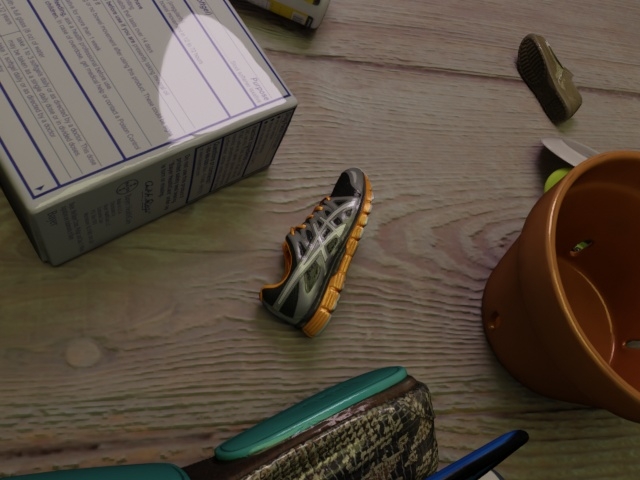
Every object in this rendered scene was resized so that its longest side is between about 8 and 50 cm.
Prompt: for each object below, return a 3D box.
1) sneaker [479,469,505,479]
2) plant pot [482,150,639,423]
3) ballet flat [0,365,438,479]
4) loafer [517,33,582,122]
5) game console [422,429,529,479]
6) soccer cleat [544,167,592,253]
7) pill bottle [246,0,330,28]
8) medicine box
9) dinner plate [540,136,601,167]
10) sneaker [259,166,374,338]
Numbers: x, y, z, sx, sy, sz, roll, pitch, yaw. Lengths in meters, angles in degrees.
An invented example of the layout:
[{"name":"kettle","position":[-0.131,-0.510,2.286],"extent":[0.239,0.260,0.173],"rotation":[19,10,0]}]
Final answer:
[{"name":"sneaker","position":[0.234,0.379,0.567],"extent":[0.148,0.131,0.350],"rotation":[-13,79,-29]},{"name":"plant pot","position":[0.327,0.073,0.670],"extent":[0.291,0.203,0.291],"rotation":[7,66,-15]},{"name":"ballet flat","position":[-0.095,0.247,0.499],"extent":[0.482,0.164,0.182],"rotation":[-8,81,-24]},{"name":"loafer","position":[0.358,-0.254,0.901],"extent":[0.050,0.056,0.148],"rotation":[-21,86,-25]},{"name":"game console","position":[0.025,0.292,0.397],"extent":[0.293,0.173,0.250],"rotation":[-15,88,-28]},{"name":"soccer cleat","position":[0.434,0.001,0.815],"extent":[0.289,0.093,0.121],"rotation":[40,32,6]},{"name":"pill bottle","position":[-0.070,-0.369,0.780],"extent":[0.184,0.103,0.103],"rotation":[20,64,-10]},{"name":"medicine box","position":[-0.220,-0.164,0.622],"extent":[0.289,0.149,0.263],"rotation":[-29,79,-26]},{"name":"dinner plate","position":[0.383,-0.117,0.827],"extent":[0.141,0.017,0.141],"rotation":[18,29,-11]},{"name":"sneaker","position":[0.000,0.000,0.665],"extent":[0.083,0.084,0.215],"rotation":[22,64,-3]}]
